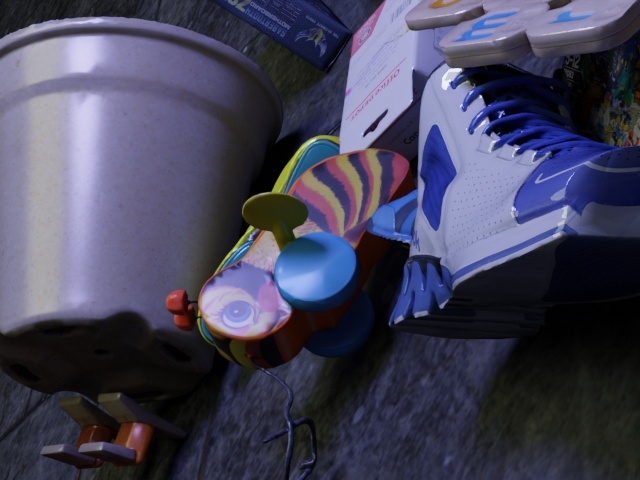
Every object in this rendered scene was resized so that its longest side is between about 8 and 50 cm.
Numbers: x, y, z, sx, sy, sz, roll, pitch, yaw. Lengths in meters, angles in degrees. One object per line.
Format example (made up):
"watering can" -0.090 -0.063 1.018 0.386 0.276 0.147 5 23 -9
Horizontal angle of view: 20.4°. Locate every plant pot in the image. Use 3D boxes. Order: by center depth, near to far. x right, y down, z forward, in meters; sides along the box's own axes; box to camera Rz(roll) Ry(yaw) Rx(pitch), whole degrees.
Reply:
"plant pot" -0.211 -0.011 1.819 0.334 0.334 0.305 -36 44 49

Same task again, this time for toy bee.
"toy bee" -0.040 0.037 1.478 0.298 0.162 0.195 -54 -30 -47

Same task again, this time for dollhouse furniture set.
"dollhouse furniture set" -0.251 0.305 1.788 0.259 0.135 0.262 -12 52 49

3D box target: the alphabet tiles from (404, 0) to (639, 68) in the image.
"alphabet tiles" 0.204 -0.191 1.204 0.278 0.021 0.284 -2 30 42

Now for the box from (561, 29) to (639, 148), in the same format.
"box" 0.217 -0.072 1.149 0.233 0.044 0.159 -140 57 -68

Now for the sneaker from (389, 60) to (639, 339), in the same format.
"sneaker" 0.124 -0.045 1.145 0.315 0.127 0.182 148 124 -69

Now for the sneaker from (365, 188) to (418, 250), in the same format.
"sneaker" 0.109 -0.023 1.370 0.209 0.069 0.082 5 77 62

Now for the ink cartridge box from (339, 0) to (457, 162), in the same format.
"ink cartridge box" 0.079 -0.143 1.599 0.115 0.067 0.198 -44 26 39

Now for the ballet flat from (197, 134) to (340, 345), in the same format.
"ballet flat" -0.037 0.002 1.704 0.231 0.077 0.077 -58 0 2

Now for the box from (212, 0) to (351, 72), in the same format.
"box" -0.090 -0.284 1.931 0.059 0.233 0.183 -56 22 10
